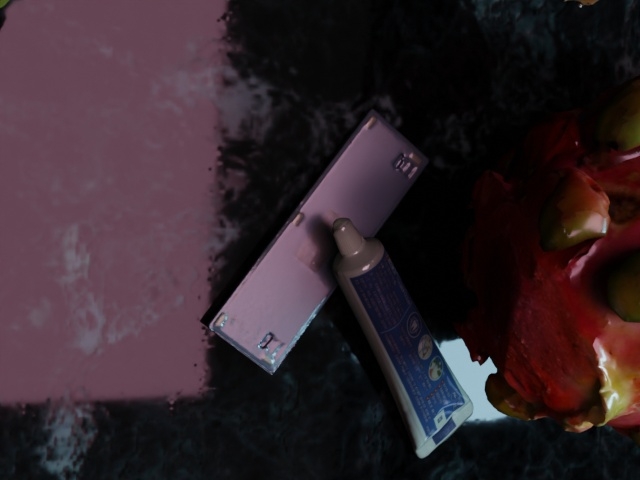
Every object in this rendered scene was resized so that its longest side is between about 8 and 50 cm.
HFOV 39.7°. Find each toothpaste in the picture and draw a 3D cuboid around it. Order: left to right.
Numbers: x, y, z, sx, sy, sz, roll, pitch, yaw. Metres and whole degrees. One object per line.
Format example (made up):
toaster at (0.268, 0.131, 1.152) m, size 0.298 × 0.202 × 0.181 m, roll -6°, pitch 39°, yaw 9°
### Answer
toothpaste at (0.051, 0.064, 0.587) m, size 0.057 × 0.035 × 0.197 m, roll -38°, pitch 121°, yaw -17°

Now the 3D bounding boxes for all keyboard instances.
keyboard at (0.000, 0.000, 0.572) m, size 0.055 × 0.014 × 0.176 m, roll 40°, pitch 81°, yaw -22°

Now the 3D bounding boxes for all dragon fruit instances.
dragon fruit at (0.214, -0.009, 0.554) m, size 0.243 × 0.227 × 0.307 m, roll 22°, pitch 50°, yaw -9°

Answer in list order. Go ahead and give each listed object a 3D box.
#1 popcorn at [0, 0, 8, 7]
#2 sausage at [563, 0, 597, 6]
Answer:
popcorn at (-0.197, -0.166, 0.375) m, size 0.198 × 0.197 × 0.155 m, roll -35°, pitch 138°, yaw -16°
sausage at (0.193, -0.242, 0.615) m, size 0.036 × 0.042 × 0.157 m, roll -13°, pitch 107°, yaw -60°
